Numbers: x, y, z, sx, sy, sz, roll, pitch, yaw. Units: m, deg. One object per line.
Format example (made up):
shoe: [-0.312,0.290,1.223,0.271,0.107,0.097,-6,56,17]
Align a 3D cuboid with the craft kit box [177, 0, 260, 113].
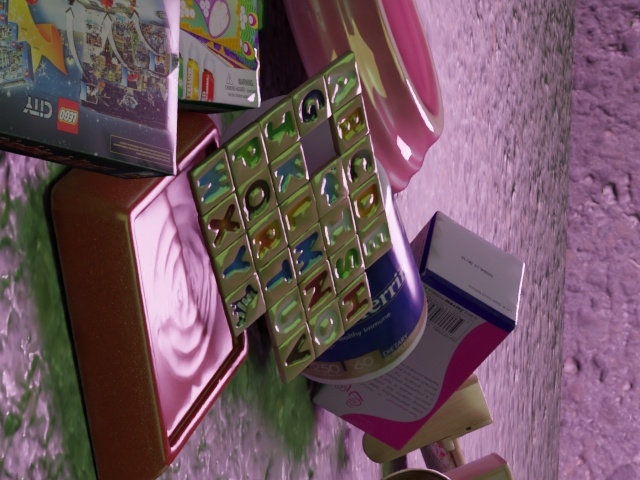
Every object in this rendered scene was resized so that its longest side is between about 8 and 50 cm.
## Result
craft kit box: [-0.127,-0.221,1.352,0.250,0.061,0.246,-3,88,-64]

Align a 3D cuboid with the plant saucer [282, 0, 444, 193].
plant saucer: [0.045,-0.211,1.851,0.332,0.084,0.332,-17,90,-78]

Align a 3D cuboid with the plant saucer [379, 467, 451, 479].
plant saucer: [0.082,0.339,2.002,0.199,0.036,0.198,-6,100,-36]

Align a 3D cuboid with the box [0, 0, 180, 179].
box: [-0.172,-0.133,1.158,0.233,0.044,0.159,13,77,-58]

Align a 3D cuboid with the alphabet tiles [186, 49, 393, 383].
alphabet tiles: [-0.015,-0.007,1.516,0.198,0.009,0.237,-40,132,-35]

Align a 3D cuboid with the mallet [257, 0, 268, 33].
mallet: [-0.091,-0.220,1.607,0.190,0.039,0.062,9,81,-71]

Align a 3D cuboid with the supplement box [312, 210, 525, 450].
supplement box: [0.099,0.095,1.894,0.220,0.111,0.114,-51,-167,35]

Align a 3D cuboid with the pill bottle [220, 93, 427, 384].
pill bottle: [0.000,0.000,1.680,0.264,0.153,0.153,69,24,-48]

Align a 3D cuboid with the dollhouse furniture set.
dollhouse furniture set: [0.100,0.280,2.227,0.355,0.174,0.303,-145,-145,-73]

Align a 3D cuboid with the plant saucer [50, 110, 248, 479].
plant saucer: [-0.118,0.038,1.424,0.258,0.048,0.259,-54,141,-63]
